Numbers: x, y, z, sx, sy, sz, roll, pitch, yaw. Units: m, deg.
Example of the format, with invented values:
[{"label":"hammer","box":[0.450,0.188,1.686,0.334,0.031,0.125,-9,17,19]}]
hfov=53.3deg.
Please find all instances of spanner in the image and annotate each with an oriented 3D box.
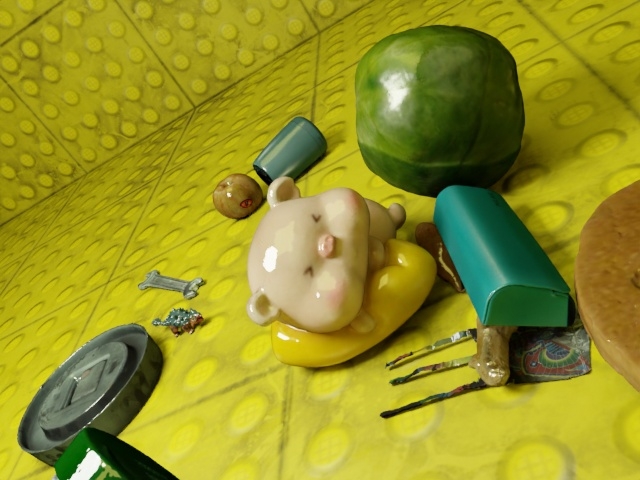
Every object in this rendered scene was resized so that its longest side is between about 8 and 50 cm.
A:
[{"label":"spanner","box":[-0.368,0.104,1.554,0.302,0.017,0.071,1,45,50]}]

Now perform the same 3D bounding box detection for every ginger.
[{"label":"ginger","box":[0.218,0.127,0.804,0.058,0.044,0.137,3,45,20]}]

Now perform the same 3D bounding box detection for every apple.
[{"label":"apple","box":[-0.213,-0.116,1.634,0.126,0.102,0.126,-26,28,15]}]

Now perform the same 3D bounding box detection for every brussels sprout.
[{"label":"brussels sprout","box":[0.200,-0.209,1.119,0.290,0.281,0.355,-7,-9,-13]}]

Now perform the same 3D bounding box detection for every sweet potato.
[{"label":"sweet potato","box":[0.194,0.022,1.017,0.056,0.056,0.195,-30,34,11]}]

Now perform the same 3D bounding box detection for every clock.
[{"label":"clock","box":[-0.460,0.304,1.288,0.319,0.066,0.319,-28,28,16]}]

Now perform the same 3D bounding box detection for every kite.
[{"label":"kite","box":[0.202,0.153,0.833,0.286,0.015,0.152,-25,29,20]}]

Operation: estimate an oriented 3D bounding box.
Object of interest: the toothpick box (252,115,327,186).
[{"label":"toothpick box","box":[-0.081,-0.218,1.634,0.184,0.120,0.120,-46,29,-13]}]

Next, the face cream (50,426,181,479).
[{"label":"face cream","box":[-0.282,0.405,0.669,0.357,0.312,0.219,-53,2,-15]}]

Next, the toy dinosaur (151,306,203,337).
[{"label":"toy dinosaur","box":[-0.299,0.168,1.334,0.154,0.055,0.049,-11,39,34]}]

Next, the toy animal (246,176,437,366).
[{"label":"toy animal","box":[0.021,0.008,0.986,0.278,0.247,0.345,-11,45,32]}]

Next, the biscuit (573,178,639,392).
[{"label":"biscuit","box":[0.463,0.031,0.682,0.365,0.062,0.385,-20,31,24]}]

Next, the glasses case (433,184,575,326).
[{"label":"glasses case","box":[0.246,0.009,0.892,0.117,0.070,0.301,2,26,-5]}]
